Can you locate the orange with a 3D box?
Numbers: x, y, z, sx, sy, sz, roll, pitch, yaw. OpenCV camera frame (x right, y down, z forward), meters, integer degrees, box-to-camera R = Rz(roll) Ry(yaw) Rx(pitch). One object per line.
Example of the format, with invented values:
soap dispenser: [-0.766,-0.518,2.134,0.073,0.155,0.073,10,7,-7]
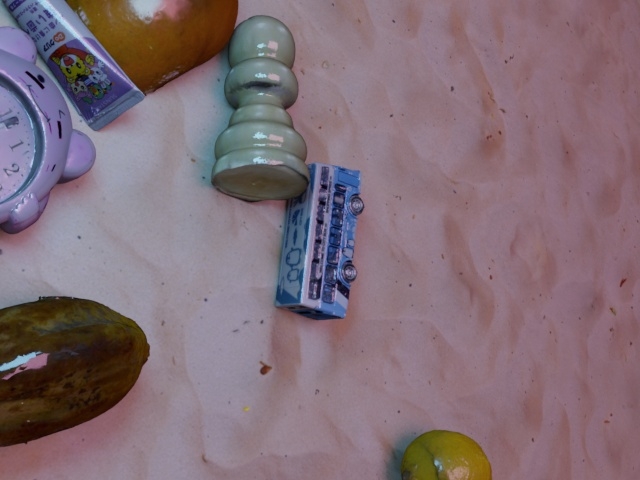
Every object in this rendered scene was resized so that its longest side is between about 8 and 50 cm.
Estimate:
orange: [-0.288,-0.397,1.320,0.310,0.274,0.274,-25,101,-10]

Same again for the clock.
clock: [-0.495,-0.141,1.072,0.322,0.113,0.295,-39,108,-40]

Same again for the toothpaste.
toothpaste: [-0.407,-0.317,1.199,0.299,0.114,0.073,55,20,-16]

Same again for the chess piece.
chess piece: [-0.107,-0.253,1.409,0.182,0.182,0.330,15,67,-39]

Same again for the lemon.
lemon: [0.261,0.481,1.592,0.193,0.180,0.180,35,59,-13]

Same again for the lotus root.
lotus root: [-0.385,0.171,1.086,0.291,0.193,0.193,-12,90,-40]

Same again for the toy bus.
toy bus: [0.000,0.000,1.495,0.131,0.106,0.297,15,74,-35]
